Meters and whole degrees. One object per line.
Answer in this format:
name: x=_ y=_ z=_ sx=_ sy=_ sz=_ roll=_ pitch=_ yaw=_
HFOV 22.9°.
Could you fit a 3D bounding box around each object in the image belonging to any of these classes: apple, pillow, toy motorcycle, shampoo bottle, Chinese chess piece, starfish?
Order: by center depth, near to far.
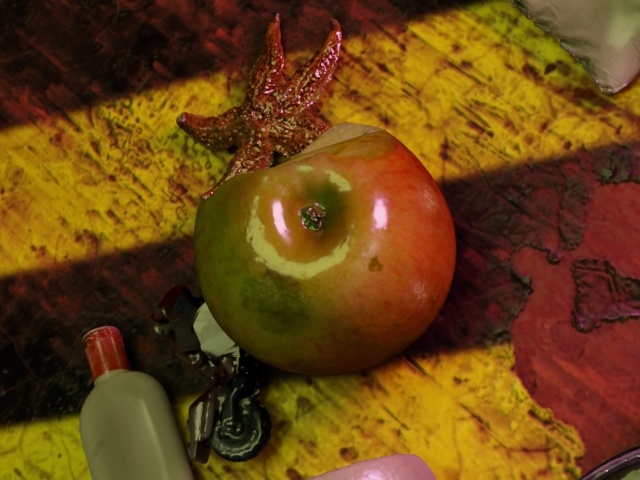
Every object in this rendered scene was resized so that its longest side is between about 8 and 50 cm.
Chinese chess piece: x=0.017 y=0.250 z=1.389 sx=0.188 sy=0.188 sz=0.083 roll=-27 pitch=69 yaw=19
apple: x=0.000 y=0.000 z=1.450 sx=0.246 sy=0.226 sz=0.246 roll=-4 pitch=74 yaw=16
pillow: x=0.245 y=-0.250 z=1.507 sx=0.128 sy=0.051 sz=0.229 roll=-48 pitch=60 yaw=11
toy motorcycle: x=-0.111 y=0.119 z=1.563 sx=0.122 sy=0.082 sz=0.213 roll=-15 pitch=65 yaw=23
shampoo bottle: x=-0.196 y=0.191 z=1.605 sx=0.108 sy=0.051 sz=0.221 roll=-31 pitch=62 yaw=20
starfish: x=-0.047 y=-0.130 z=1.636 sx=0.240 sy=0.043 sz=0.227 roll=15 pitch=83 yaw=29

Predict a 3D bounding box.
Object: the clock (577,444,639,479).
clock: x=0.304 y=0.312 z=1.229 sx=0.325 sy=0.067 sz=0.325 roll=-2 pitch=78 yaw=10
